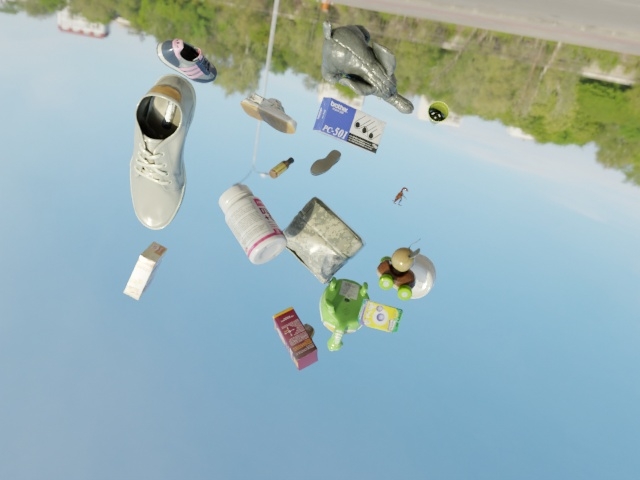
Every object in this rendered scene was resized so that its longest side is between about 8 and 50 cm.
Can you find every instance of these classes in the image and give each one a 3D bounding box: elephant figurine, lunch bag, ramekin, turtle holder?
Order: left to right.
[{"bbox_3d":[0.000,0.000,2.298,0.305,0.256,0.212,44,-174,6],"label":"lunch bag"},{"bbox_3d":[0.116,0.350,2.634,0.243,0.227,0.320,-6,-126,-20],"label":"turtle holder"},{"bbox_3d":[0.124,-0.422,1.382,0.186,0.169,0.239,-31,-113,-37],"label":"elephant figurine"},{"bbox_3d":[0.433,0.171,2.593,0.207,0.207,0.109,14,-161,9],"label":"ramekin"}]

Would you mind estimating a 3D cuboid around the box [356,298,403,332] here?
[{"bbox_3d":[0.248,0.311,2.272,0.179,0.105,0.043,16,-178,-14],"label":"box"}]

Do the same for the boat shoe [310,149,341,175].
[{"bbox_3d":[0.022,-0.345,2.580,0.075,0.065,0.206,39,-127,11],"label":"boat shoe"}]

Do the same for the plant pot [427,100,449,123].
[{"bbox_3d":[0.449,-0.484,2.150,0.083,0.083,0.079,12,175,4],"label":"plant pot"}]

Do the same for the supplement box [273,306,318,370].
[{"bbox_3d":[-0.087,0.341,1.937,0.080,0.104,0.188,-25,-121,-15],"label":"supplement box"}]

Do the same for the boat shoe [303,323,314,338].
[{"bbox_3d":[-0.066,0.384,2.289,0.060,0.064,0.178,51,-166,-14],"label":"boat shoe"}]

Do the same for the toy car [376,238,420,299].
[{"bbox_3d":[0.299,0.081,1.942,0.148,0.188,0.155,29,-152,-9],"label":"toy car"}]

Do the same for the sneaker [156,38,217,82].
[{"bbox_3d":[-0.509,-0.729,2.275,0.131,0.112,0.319,-6,175,30],"label":"sneaker"}]

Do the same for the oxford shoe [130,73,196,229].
[{"bbox_3d":[-0.441,-0.222,1.501,0.169,0.450,0.130,20,-152,0],"label":"oxford shoe"}]

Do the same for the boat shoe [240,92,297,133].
[{"bbox_3d":[-0.179,-0.487,2.075,0.277,0.098,0.096,32,-107,28],"label":"boat shoe"}]

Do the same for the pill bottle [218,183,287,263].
[{"bbox_3d":[-0.261,-0.065,2.110,0.160,0.160,0.283,-12,-120,-47],"label":"pill bottle"}]

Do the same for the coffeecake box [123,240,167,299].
[{"bbox_3d":[-0.685,0.117,2.190,0.068,0.186,0.142,28,-158,-6],"label":"coffeecake box"}]

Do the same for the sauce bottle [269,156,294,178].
[{"bbox_3d":[-0.151,-0.289,2.205,0.042,0.042,0.128,22,-136,29],"label":"sauce bottle"}]

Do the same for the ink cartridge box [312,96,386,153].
[{"bbox_3d":[0.085,-0.324,1.584,0.207,0.097,0.046,16,-175,-34],"label":"ink cartridge box"}]

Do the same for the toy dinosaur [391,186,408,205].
[{"bbox_3d":[0.329,-0.183,2.264,0.047,0.082,0.090,19,176,18],"label":"toy dinosaur"}]
